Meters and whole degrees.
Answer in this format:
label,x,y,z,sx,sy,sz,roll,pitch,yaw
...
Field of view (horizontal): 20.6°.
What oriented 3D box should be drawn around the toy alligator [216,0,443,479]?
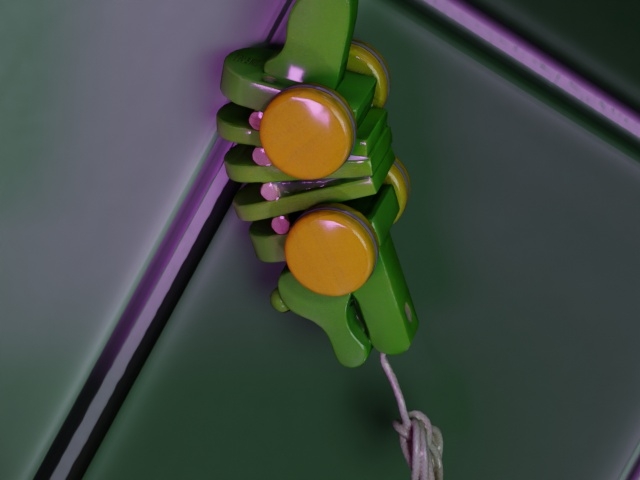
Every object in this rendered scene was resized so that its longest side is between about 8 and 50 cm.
label,x,y,z,sx,sy,sz,roll,pitch,yaw
toy alligator,0.000,0.000,0.566,0.051,0.056,0.189,-3,115,18
